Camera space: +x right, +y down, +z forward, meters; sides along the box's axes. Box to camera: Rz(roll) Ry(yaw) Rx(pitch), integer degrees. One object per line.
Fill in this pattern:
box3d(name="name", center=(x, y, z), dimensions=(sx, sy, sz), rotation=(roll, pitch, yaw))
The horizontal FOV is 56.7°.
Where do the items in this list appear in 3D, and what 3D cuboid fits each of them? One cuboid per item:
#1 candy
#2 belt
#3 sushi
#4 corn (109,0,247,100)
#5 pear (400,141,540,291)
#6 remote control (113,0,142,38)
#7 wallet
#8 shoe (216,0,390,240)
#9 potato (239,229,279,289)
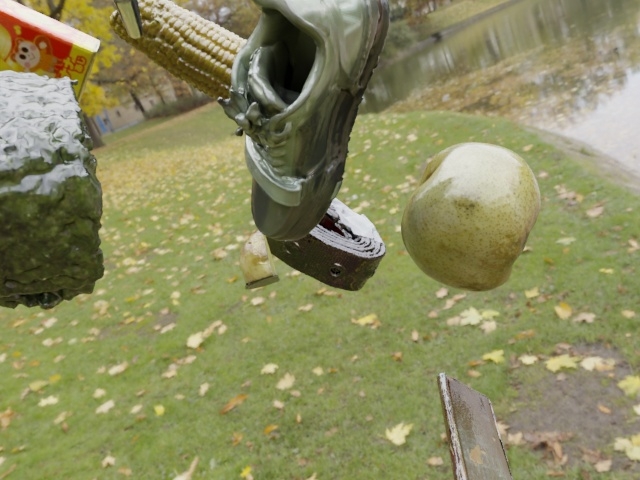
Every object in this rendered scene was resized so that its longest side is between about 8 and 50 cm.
box3d(name="candy", center=(-0.544, -0.336, 1.030), dimensions=(0.146, 0.276, 0.088), rotation=(-60, 26, 24))
box3d(name="belt", center=(0.000, 0.000, 1.366), dimensions=(0.164, 0.289, 0.184), rotation=(-60, -1, 38))
box3d(name="sushi", center=(-0.411, -0.064, 0.810), dimensions=(0.178, 0.294, 0.352), rotation=(-5, 31, -27))
box3d(name="corn", center=(-0.187, -0.314, 1.024), dimensions=(0.120, 0.363, 0.120), rotation=(-58, 9, 15))
box3d(name="pear", center=(0.168, -0.031, 0.666), dimensions=(0.167, 0.136, 0.167), rotation=(-61, -8, -14))
box3d(name="remote control", center=(-0.214, -0.267, 0.639), dimensions=(0.029, 0.067, 0.261), rotation=(-10, 14, -13))
box3d(name="wallet", center=(0.209, 0.295, 0.779), dimensions=(0.031, 0.122, 0.232), rotation=(-39, 36, 30))
box3d(name="shoe", center=(-0.045, -0.113, 0.572), dimensions=(0.149, 0.293, 0.109), rotation=(-17, 48, -45))
box3d(name="potato", center=(-0.124, 0.034, 1.132), dimensions=(0.066, 0.103, 0.096), rotation=(-15, -12, -3))
